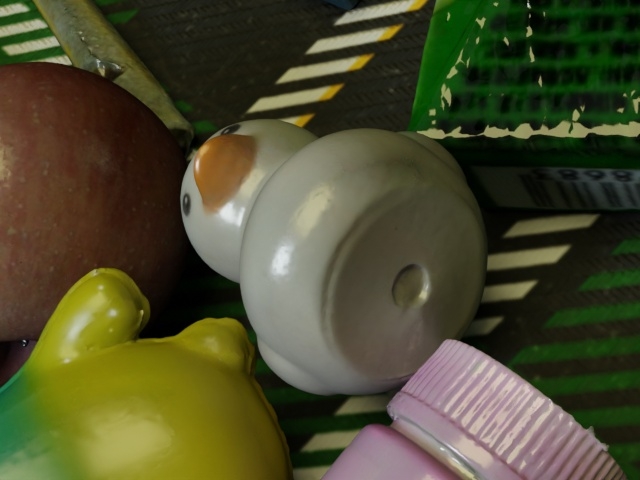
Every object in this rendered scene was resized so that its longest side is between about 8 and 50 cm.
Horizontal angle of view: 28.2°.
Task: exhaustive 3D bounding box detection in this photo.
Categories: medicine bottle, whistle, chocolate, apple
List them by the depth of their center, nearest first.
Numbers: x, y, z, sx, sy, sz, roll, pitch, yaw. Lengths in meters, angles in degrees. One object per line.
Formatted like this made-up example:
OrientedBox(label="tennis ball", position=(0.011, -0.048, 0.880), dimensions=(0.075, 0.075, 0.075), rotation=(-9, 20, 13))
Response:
OrientedBox(label="medicine bottle", position=(0.062, 0.230, 0.890), dimensions=(0.178, 0.178, 0.291), rotation=(34, 78, 33))
OrientedBox(label="chocolate", position=(0.282, -0.186, 1.045), dimensions=(0.360, 0.161, 0.341), rotation=(2, 63, 22))
OrientedBox(label="apple", position=(-0.257, -0.004, 1.088), dimensions=(0.305, 0.306, 0.235), rotation=(-15, 62, 14))
OrientedBox(label="whistle", position=(-0.227, -0.192, 1.318), dimensions=(0.068, 0.057, 0.326), rotation=(-7, 46, -36))

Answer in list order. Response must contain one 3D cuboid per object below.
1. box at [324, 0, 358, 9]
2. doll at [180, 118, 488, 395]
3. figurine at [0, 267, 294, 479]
OrientedBox(label="box", position=(0.008, -0.275, 1.270), dimensions=(0.099, 0.054, 0.074), rotation=(27, 73, 31))
OrientedBox(label="doll", position=(0.000, 0.000, 0.980), dimensions=(0.221, 0.251, 0.221), rotation=(-25, 48, 32))
OrientedBox(label="figurine", position=(-0.181, 0.204, 0.959), dimensions=(0.340, 0.231, 0.324), rotation=(-24, 90, -4))
